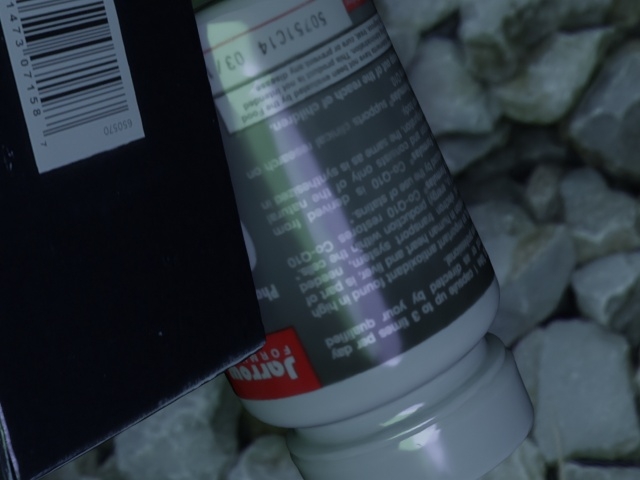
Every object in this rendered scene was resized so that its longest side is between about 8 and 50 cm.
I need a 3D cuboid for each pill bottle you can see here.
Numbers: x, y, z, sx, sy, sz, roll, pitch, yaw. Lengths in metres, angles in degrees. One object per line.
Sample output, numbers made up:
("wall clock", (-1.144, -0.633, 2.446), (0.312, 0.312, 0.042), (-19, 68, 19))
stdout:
("pill bottle", (0.000, 0.000, 0.764), (0.161, 0.161, 0.283), (-25, 101, 3))

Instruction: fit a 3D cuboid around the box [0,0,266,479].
("box", (-0.229, -0.079, 0.659), (0.312, 0.179, 0.343), (-3, 105, 35))
